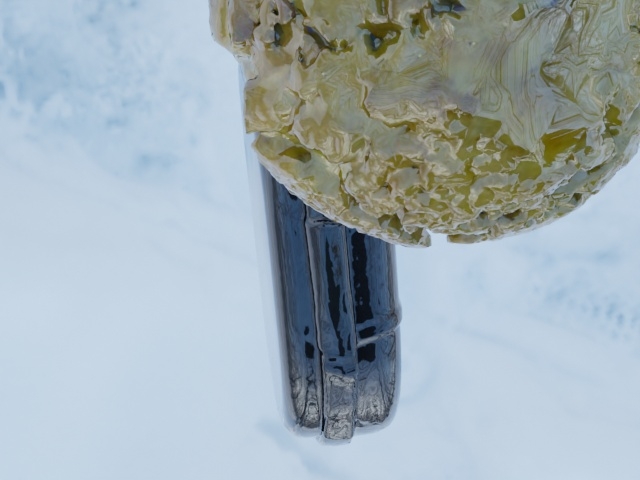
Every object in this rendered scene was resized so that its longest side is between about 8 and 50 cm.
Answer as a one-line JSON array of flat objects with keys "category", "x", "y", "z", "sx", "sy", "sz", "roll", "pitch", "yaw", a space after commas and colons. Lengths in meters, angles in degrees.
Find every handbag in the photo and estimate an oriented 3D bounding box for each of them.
[{"category": "handbag", "x": 0.001, "y": 0.000, "z": 1.081, "sx": 0.093, "sy": 0.254, "sz": 0.308, "roll": -7, "pitch": 104, "yaw": -6}]

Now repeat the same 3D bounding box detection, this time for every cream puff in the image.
[{"category": "cream puff", "x": 0.049, "y": -0.077, "z": 0.560, "sx": 0.189, "sy": 0.129, "sz": 0.189, "roll": -2, "pitch": 127, "yaw": -3}]
